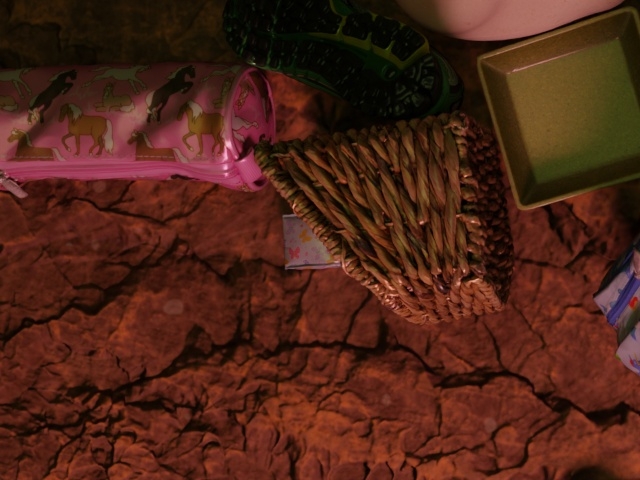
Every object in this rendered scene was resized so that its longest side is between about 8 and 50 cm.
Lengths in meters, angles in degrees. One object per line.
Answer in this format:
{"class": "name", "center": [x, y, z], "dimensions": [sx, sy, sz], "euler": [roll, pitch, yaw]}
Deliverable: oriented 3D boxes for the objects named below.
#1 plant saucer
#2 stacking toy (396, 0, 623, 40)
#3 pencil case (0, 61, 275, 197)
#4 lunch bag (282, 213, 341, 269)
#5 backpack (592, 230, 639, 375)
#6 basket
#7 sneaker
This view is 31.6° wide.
{"class": "plant saucer", "center": [0.294, -0.147, 1.294], "dimensions": [0.188, 0.045, 0.188], "euler": [-16, 86, 17]}
{"class": "stacking toy", "center": [0.185, -0.492, 1.226], "dimensions": [0.350, 0.350, 0.480], "euler": [-23, 68, 16]}
{"class": "pencil case", "center": [-0.244, -0.138, 1.397], "dimensions": [0.386, 0.160, 0.167], "euler": [-1, 90, 16]}
{"class": "lunch bag", "center": [0.000, 0.000, 1.380], "dimensions": [0.083, 0.053, 0.071], "euler": [-6, 86, 26]}
{"class": "backpack", "center": [0.434, 0.029, 1.117], "dimensions": [0.273, 0.290, 0.355], "euler": [35, 138, 31]}
{"class": "basket", "center": [0.082, -0.012, 1.227], "dimensions": [0.223, 0.299, 0.213], "euler": [-9, 89, 14]}
{"class": "sneaker", "center": [0.019, -0.223, 1.336], "dimensions": [0.343, 0.146, 0.134], "euler": [38, 100, 29]}
